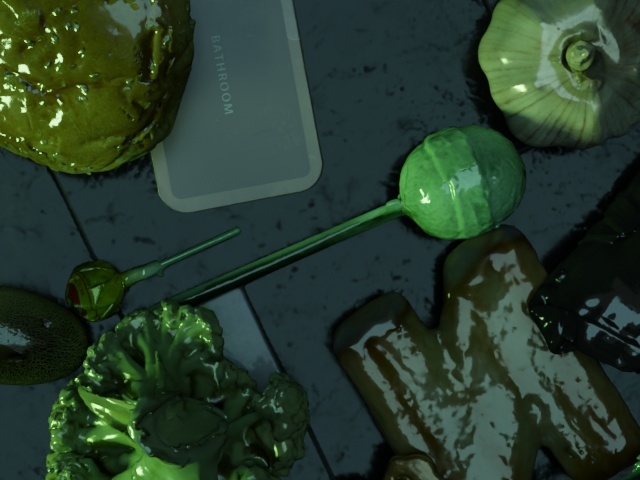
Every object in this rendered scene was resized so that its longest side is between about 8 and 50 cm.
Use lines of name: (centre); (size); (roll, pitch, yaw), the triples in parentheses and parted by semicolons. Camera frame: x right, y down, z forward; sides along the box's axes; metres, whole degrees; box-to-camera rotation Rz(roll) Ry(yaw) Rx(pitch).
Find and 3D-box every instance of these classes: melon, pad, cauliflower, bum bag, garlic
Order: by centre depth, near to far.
cauliflower: (-0.122, 0.213, 1.679); (0.260, 0.281, 0.327); (-9, 83, -36)
garlic: (0.258, -0.191, 1.729); (0.199, 0.226, 0.199); (0, 91, 1)
melon: (-0.311, 0.095, 1.746); (0.162, 0.099, 0.099); (9, 89, -9)
bum bag: (0.347, 0.011, 1.794); (0.142, 0.080, 0.326); (41, 74, 3)
pad: (-0.101, -0.170, 1.811); (0.176, 0.002, 0.266); (-11, 90, -4)

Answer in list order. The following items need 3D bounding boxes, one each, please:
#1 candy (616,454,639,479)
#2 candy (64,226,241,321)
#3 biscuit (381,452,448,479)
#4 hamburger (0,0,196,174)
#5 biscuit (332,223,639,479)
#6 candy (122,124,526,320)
candy: (0.325, 0.230, 1.747); (0.323, 0.097, 0.097); (-23, 91, -28)
candy: (-0.169, 0.027, 1.786); (0.194, 0.058, 0.062); (-23, 99, -12)
biscuit: (0.069, 0.325, 1.773); (0.166, 0.036, 0.225); (39, 106, 0)
hamburger: (-0.260, -0.203, 1.696); (0.285, 0.134, 0.265); (18, 121, 2)
biscuit: (0.173, 0.155, 1.799); (0.237, 0.062, 0.290); (-33, 92, -4)
candy: (0.000, 0.000, 1.777); (0.440, 0.119, 0.119); (-22, 91, 2)
